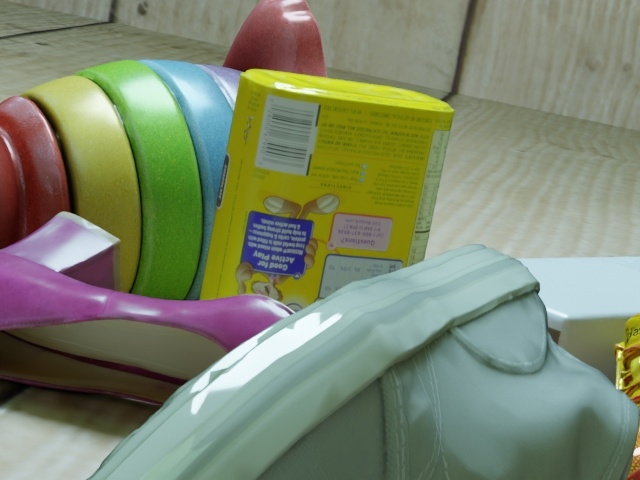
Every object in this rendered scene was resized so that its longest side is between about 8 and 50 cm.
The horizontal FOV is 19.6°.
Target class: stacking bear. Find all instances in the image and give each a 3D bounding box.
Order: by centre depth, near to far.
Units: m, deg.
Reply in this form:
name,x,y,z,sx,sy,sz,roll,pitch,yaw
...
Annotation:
name,x,y,z,sx,sy,sz,roll,pitch,yaw
stacking bear,-0.136,-0.029,1.070,0.289,0.164,0.175,-8,59,-29

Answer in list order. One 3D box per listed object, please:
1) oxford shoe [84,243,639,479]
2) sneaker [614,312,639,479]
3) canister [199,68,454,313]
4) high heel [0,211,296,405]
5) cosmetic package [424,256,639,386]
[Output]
name,x,y,z,sx,sy,sz,roll,pitch,yaw
oxford shoe,0.007,0.101,0.592,0.130,0.169,0.449,50,22,9
sneaker,0.169,0.078,0.945,0.067,0.064,0.175,49,35,-5
canister,0.000,0.000,0.999,0.126,0.170,0.073,5,12,-27
high heel,-0.088,0.066,0.898,0.244,0.082,0.117,31,49,26
cosmetic package,0.169,0.062,1.081,0.231,0.085,0.117,-1,16,-41
